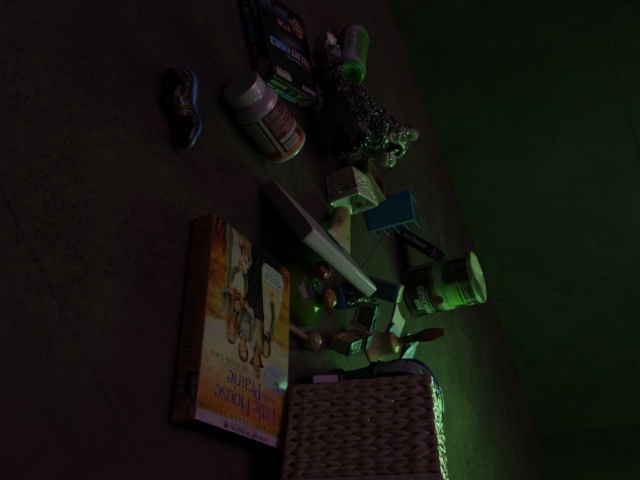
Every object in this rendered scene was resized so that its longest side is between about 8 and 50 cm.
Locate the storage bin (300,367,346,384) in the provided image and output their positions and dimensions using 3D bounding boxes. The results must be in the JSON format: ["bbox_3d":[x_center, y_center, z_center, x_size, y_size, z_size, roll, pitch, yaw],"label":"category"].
[{"bbox_3d":[0.002,0.380,1.488,0.091,0.098,0.135,10,63,-33],"label":"storage bin"}]

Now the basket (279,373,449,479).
[{"bbox_3d":[0.106,0.481,1.299,0.267,0.331,0.328,-88,165,-46],"label":"basket"}]

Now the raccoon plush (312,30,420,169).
[{"bbox_3d":[0.163,-0.448,1.988,0.299,0.216,0.447,-15,107,-36],"label":"raccoon plush"}]

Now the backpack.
[{"bbox_3d":[0.192,0.437,1.631,0.277,0.263,0.213,69,25,-8],"label":"backpack"}]

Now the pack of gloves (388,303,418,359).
[{"bbox_3d":[0.300,0.359,2.176,0.195,0.046,0.232,66,25,-19],"label":"pack of gloves"}]

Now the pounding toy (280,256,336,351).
[{"bbox_3d":[-0.018,0.140,1.554,0.183,0.110,0.237,51,32,-40],"label":"pounding toy"}]

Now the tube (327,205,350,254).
[{"bbox_3d":[0.059,-0.036,1.816,0.240,0.070,0.062,-80,176,-68],"label":"tube"}]

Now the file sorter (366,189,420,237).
[{"bbox_3d":[0.264,-0.090,2.228,0.104,0.170,0.118,37,43,-57],"label":"file sorter"}]

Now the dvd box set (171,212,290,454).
[{"bbox_3d":[-0.165,0.195,1.264,0.307,0.062,0.421,44,38,-48],"label":"dvd box set"}]

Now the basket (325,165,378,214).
[{"bbox_3d":[0.099,-0.161,1.988,0.167,0.113,0.103,23,53,-60],"label":"basket"}]

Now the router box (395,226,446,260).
[{"bbox_3d":[0.401,0.019,2.466,0.046,0.179,0.133,-58,146,1],"label":"router box"}]

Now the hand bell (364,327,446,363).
[{"bbox_3d":[0.268,0.306,1.900,0.126,0.242,0.126,44,38,-49],"label":"hand bell"}]

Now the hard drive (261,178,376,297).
[{"bbox_3d":[0.000,0.000,1.624,0.233,0.047,0.353,50,4,41],"label":"hard drive"}]

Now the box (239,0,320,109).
[{"bbox_3d":[-0.117,-0.566,1.831,0.295,0.073,0.294,9,66,-63],"label":"box"}]

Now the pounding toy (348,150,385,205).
[{"bbox_3d":[0.143,-0.241,2.169,0.181,0.094,0.206,55,21,-26],"label":"pounding toy"}]

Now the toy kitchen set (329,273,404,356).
[{"bbox_3d":[0.128,0.211,1.709,0.166,0.122,0.207,0,103,-64],"label":"toy kitchen set"}]

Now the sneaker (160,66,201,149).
[{"bbox_3d":[-0.296,-0.276,1.293,0.078,0.067,0.188,4,72,-42],"label":"sneaker"}]

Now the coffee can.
[{"bbox_3d":[0.475,0.171,2.386,0.201,0.275,0.202,44,37,-47],"label":"coffee can"}]

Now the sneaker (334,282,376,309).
[{"bbox_3d":[0.119,0.156,1.858,0.232,0.090,0.082,-9,83,-66],"label":"sneaker"}]

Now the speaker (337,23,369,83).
[{"bbox_3d":[0.118,-0.705,2.350,0.131,0.131,0.297,54,31,-37],"label":"speaker"}]

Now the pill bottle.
[{"bbox_3d":[-0.140,-0.310,1.558,0.221,0.121,0.121,52,32,-40],"label":"pill bottle"}]
